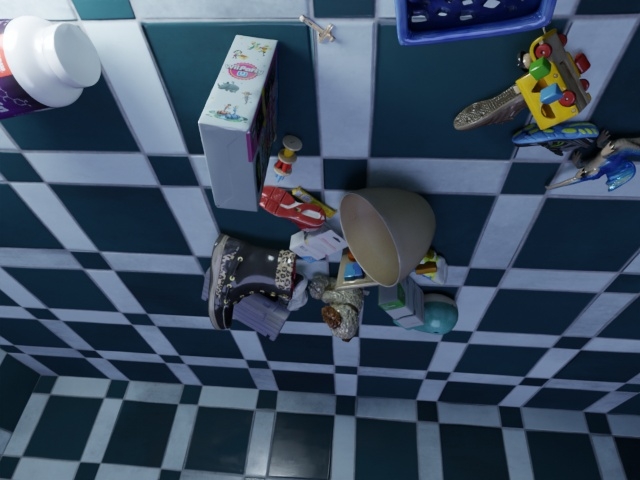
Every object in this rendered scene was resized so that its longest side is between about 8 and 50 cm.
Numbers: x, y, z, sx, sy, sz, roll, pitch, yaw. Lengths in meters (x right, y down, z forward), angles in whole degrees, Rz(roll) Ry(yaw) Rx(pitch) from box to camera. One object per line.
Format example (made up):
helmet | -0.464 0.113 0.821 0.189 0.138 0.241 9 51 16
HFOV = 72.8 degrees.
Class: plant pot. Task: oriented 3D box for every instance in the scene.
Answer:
plant pot | 0.222 -0.466 0.656 0.236 0.212 0.235 -4 142 12
plant pot | 0.208 -0.036 1.220 0.191 0.284 0.284 -25 148 -19

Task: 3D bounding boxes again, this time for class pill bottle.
pill bottle | -0.652 -0.366 0.933 0.323 0.181 0.181 -6 141 15

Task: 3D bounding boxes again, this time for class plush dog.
plush dog | 0.090 0.261 1.624 0.211 0.225 0.262 -15 138 26

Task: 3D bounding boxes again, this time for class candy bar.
candy bar | -0.017 -0.114 1.315 0.162 0.018 0.040 32 134 -29

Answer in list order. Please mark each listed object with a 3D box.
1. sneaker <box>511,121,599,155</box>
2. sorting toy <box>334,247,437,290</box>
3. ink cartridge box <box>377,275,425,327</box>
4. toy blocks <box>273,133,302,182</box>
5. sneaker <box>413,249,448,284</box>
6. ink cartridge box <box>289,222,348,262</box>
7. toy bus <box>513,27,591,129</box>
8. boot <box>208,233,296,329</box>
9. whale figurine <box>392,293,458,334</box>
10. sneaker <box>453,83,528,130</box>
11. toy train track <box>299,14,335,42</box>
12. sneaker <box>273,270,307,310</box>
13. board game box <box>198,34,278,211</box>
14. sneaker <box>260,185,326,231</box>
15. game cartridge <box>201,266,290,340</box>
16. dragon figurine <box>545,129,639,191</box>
sneaker | 0.556 -0.235 1.035 0.188 0.067 0.078 -1 136 5
sorting toy | 0.201 0.057 1.350 0.308 0.229 0.041 -10 123 20
ink cartridge box | 0.298 0.209 1.589 0.087 0.152 0.208 -20 135 31
toy blocks | -0.128 -0.221 1.160 0.123 0.054 0.148 15 143 -13
sneaker | 0.343 0.078 1.484 0.126 0.091 0.240 1 150 41
ink cartridge box | 0.000 0.000 1.427 0.181 0.061 0.104 -25 134 35
toy bus | 0.444 -0.324 0.866 0.191 0.202 0.104 18 157 -30
boot | -0.238 0.169 1.531 0.285 0.138 0.376 8 111 1
whale figurine | 0.415 0.316 1.724 0.216 0.141 0.272 30 137 -29
sneaker | 0.403 -0.287 0.988 0.189 0.066 0.071 -22 136 33
toy train track | -0.006 -0.434 0.894 0.083 0.014 0.048 26 139 -23
sneaker | -0.098 0.201 1.688 0.119 0.109 0.292 7 149 -20
board game box | -0.157 -0.248 0.919 0.098 0.303 0.224 6 144 -1
sneaker | -0.096 -0.080 1.318 0.221 0.087 0.128 26 160 4
game cartridge | -0.300 0.249 1.719 0.355 0.068 0.230 30 137 2
dragon figurine | 0.710 -0.182 1.070 0.144 0.085 0.289 17 140 -14
